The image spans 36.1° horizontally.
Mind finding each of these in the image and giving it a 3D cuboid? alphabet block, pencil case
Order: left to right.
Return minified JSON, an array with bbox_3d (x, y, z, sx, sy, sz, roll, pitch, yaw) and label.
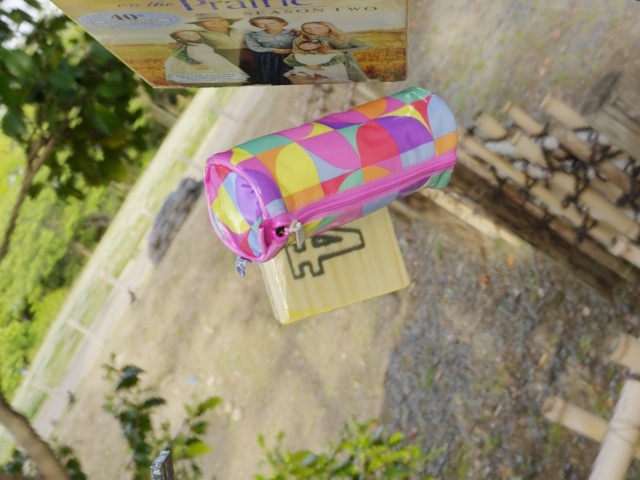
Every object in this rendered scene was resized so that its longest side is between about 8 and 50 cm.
[{"bbox_3d":[0.000,0.000,1.434,0.193,0.197,0.192,-17,1,-4],"label":"alphabet block"},{"bbox_3d":[0.014,-0.056,0.829,0.236,0.104,0.104,-26,-8,-33],"label":"pencil case"}]

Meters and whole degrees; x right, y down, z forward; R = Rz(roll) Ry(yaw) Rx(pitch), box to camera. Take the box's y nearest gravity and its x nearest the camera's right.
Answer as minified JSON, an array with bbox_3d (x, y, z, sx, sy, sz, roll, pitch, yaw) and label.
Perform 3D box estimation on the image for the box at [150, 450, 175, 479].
[{"bbox_3d":[-0.261,0.402,1.636,0.067,0.018,0.083,-56,-39,-78],"label":"box"}]

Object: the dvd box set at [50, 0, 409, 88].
[{"bbox_3d":[-0.066,-0.219,0.930,0.420,0.307,0.062,39,-130,-85],"label":"dvd box set"}]
